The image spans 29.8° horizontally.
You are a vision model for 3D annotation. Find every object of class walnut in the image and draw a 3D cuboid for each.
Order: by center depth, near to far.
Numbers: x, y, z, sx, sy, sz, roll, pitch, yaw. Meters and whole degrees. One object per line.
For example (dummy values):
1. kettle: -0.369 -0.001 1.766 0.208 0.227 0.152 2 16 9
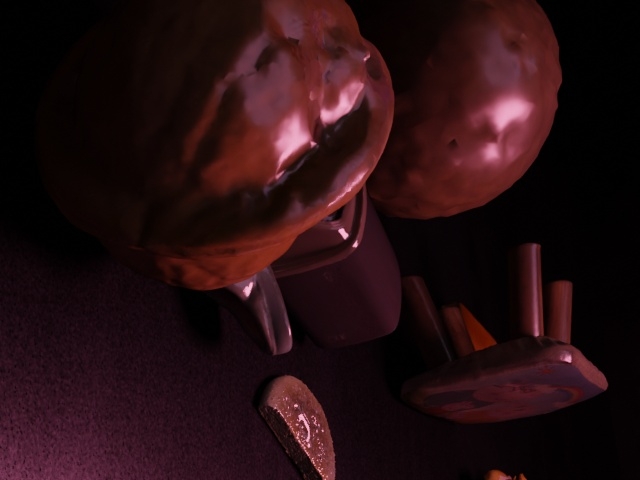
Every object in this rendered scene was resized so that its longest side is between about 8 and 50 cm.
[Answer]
1. walnut: -0.109 -0.130 1.286 0.383 0.383 0.384 46 36 -49

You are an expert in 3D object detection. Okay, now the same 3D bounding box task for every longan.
1. longan: 0.159 -0.238 1.811 0.404 0.404 0.436 58 1 -34

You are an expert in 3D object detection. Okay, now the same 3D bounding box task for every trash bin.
1. trash bin: 0.000 0.000 1.641 0.290 0.182 0.209 58 22 -45

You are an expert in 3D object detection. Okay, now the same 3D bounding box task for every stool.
1. stool: 0.304 0.170 2.057 0.310 0.310 0.226 36 44 -60

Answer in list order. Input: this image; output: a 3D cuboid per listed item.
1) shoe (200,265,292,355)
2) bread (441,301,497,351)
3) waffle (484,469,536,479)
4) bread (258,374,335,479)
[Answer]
1. shoe: -0.116 0.033 1.475 0.100 0.103 0.251 -21 80 -24
2. bread: 0.296 0.200 2.350 0.226 0.049 0.088 44 37 -51
3. waffle: 0.344 0.606 2.152 0.379 0.095 0.382 25 56 -60
4. bread: -0.019 0.247 1.619 0.193 0.036 0.112 61 25 -30
